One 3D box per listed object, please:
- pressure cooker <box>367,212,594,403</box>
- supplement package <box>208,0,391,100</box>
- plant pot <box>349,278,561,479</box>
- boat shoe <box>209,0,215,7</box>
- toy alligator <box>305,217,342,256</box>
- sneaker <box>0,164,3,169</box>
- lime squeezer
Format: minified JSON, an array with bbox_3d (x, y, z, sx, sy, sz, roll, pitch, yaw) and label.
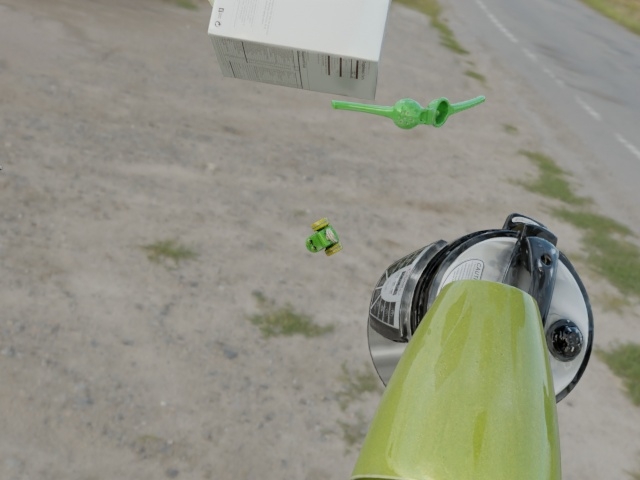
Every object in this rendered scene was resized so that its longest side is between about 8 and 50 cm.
[{"bbox_3d":[0.316,0.163,1.769,0.375,0.370,0.420,-22,-2,-19],"label":"pressure cooker"},{"bbox_3d":[-0.013,-0.299,1.129,0.203,0.194,0.149,10,-10,3],"label":"supplement package"},{"bbox_3d":[0.206,0.213,1.231,0.274,0.294,0.275,13,-22,5],"label":"plant pot"},{"bbox_3d":[-0.115,-0.490,1.319,0.156,0.500,0.187,-16,-4,16],"label":"boat shoe"},{"bbox_3d":[0.000,0.000,1.424,0.056,0.051,0.189,61,3,0],"label":"toy alligator"},{"bbox_3d":[-0.489,-0.097,1.301,0.069,0.038,0.098,-12,-2,-7],"label":"sneaker"},{"bbox_3d":[0.184,-0.237,1.688,0.310,0.059,0.110,-5,10,-16],"label":"lime squeezer"}]
